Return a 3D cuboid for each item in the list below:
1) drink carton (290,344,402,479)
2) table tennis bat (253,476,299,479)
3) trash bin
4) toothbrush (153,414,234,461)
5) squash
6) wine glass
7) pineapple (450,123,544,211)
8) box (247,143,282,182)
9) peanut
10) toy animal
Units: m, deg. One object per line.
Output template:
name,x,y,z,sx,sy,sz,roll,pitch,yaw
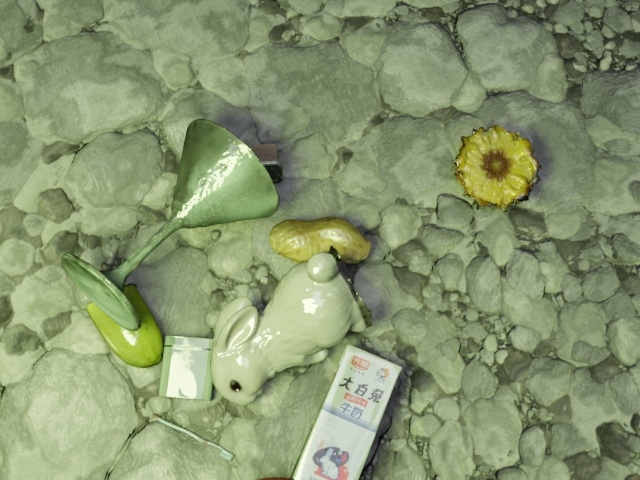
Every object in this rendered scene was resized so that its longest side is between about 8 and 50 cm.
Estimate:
drink carton,0.053,0.386,1.559,0.130,0.106,0.315,23,74,2
table tennis bat,-0.021,0.605,1.468,0.414,0.051,0.268,5,100,9
trash bin,-0.282,0.274,1.597,0.116,0.059,0.130,5,77,-2
toothbrush,-0.271,0.418,1.583,0.193,0.013,0.019,27,85,4
squash,-0.403,0.192,1.586,0.123,0.123,0.187,-34,82,-10
wine glass,-0.304,-0.027,1.520,0.267,0.267,0.406,37,61,7
pineapple,0.402,-0.164,1.727,0.224,0.076,0.225,1,78,-4
box,-0.149,-0.176,1.706,0.122,0.089,0.062,-4,65,-4
peanut,0.000,0.000,1.661,0.229,0.098,0.103,-1,117,-2
toy animal,-0.084,0.182,1.554,0.357,0.194,0.258,-31,124,-9
